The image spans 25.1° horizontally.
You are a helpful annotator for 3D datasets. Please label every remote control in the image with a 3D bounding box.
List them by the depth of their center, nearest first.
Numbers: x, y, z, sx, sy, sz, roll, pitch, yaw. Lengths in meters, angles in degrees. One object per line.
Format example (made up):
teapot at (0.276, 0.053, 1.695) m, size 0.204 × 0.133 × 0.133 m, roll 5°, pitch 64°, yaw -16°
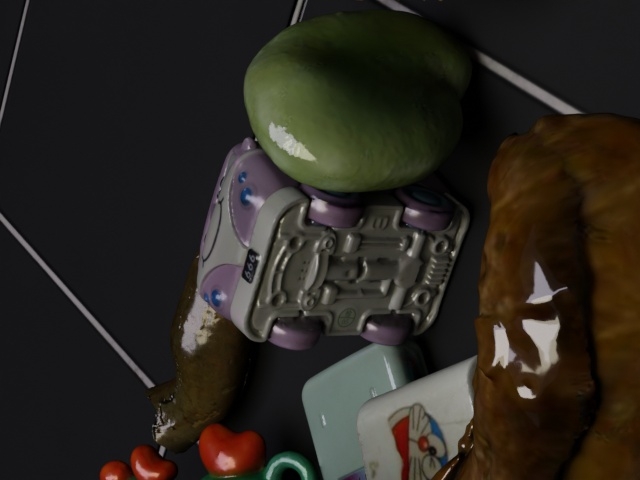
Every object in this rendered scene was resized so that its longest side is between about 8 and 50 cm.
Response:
remote control at (0.071, 0.235, 1.189) m, size 0.140 × 0.056 × 0.296 m, roll -35°, pitch 65°, yaw 47°

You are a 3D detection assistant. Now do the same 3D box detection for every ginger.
ginger at (0.160, 0.085, 0.873) m, size 0.172 × 0.165 × 0.321 m, roll 23°, pitch 109°, yaw 36°

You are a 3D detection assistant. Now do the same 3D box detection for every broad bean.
broad bean at (0.031, -0.114, 1.114) m, size 0.169 × 0.228 × 0.100 m, roll 26°, pitch 122°, yaw 1°

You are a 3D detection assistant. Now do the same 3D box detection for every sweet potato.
sweet potato at (-0.108, 0.072, 1.382) m, size 0.112 × 0.085 × 0.286 m, roll 26°, pitch 110°, yaw 52°

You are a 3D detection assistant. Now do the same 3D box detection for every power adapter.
power adapter at (0.141, 0.147, 1.047) m, size 0.205 × 0.125 × 0.130 m, roll -31°, pitch 66°, yaw 47°

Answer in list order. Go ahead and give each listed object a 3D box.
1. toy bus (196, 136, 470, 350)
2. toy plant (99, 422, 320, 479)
toy bus at (0.000, 0.000, 1.158) m, size 0.142 × 0.202 × 0.142 m, roll 43°, pitch 122°, yaw 44°
toy plant at (-0.109, 0.361, 1.318) m, size 0.279 × 0.185 × 0.400 m, roll 39°, pitch 104°, yaw 49°
